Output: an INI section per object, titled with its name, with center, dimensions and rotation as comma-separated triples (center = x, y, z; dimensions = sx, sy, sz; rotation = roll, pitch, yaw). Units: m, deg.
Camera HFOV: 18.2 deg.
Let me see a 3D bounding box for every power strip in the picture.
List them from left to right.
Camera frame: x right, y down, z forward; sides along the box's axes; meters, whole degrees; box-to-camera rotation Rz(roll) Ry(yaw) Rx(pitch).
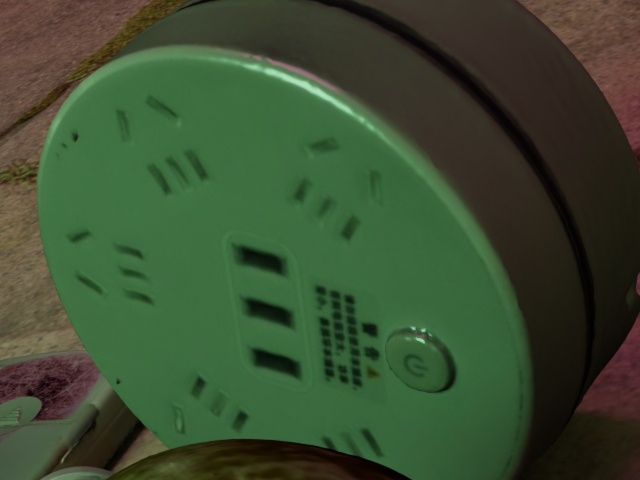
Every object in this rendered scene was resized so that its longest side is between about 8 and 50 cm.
[power strip]
center = 0.000, 0.000, 1.164
dimensions = 0.357, 0.357, 0.161
rotation = 0, 32, 38

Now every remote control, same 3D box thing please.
[remote control]
center = -0.242, 0.185, 1.323
dimensions = 0.145, 0.050, 0.344
rotation = -5, 29, 32

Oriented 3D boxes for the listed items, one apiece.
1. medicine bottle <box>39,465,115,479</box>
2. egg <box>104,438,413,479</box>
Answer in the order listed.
[medicine bottle]
center = -0.133, 0.209, 1.125
dimensions = 0.107, 0.107, 0.191
rotation = -21, 25, 1
[egg]
center = -0.023, 0.201, 0.844
dimensions = 0.238, 0.238, 0.289
rotation = -28, 26, -14
